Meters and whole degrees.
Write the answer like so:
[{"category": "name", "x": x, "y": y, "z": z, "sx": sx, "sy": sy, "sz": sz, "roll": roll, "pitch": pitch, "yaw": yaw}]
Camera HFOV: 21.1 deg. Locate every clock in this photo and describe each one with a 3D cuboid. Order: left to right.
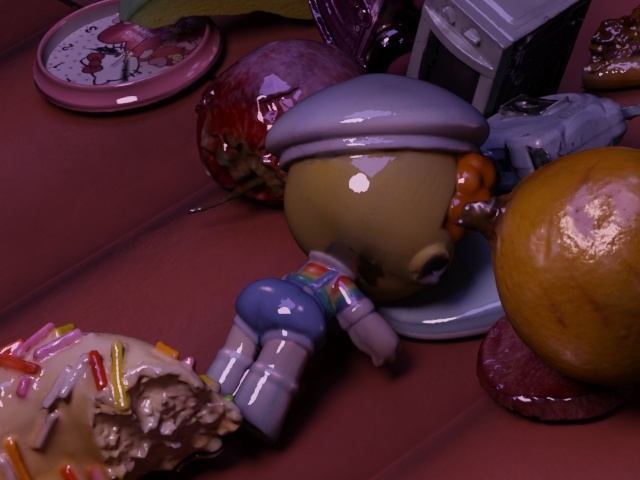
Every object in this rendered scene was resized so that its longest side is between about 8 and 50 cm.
[{"category": "clock", "x": -0.243, "y": -0.234, "z": 2.169, "sx": 0.244, "sy": 0.056, "sz": 0.244, "roll": -6, "pitch": 38, "yaw": 5}]

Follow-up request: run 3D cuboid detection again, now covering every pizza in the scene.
[{"category": "pizza", "x": 0.394, "y": -0.238, "z": 1.969, "sx": 0.246, "sy": 0.058, "sz": 0.127, "roll": -22, "pitch": 36, "yaw": -16}]

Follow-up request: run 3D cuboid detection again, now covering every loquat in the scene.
[{"category": "loquat", "x": 0.236, "y": 0.012, "z": 1.482, "sx": 0.246, "sy": 0.213, "sz": 0.213, "roll": 21, "pitch": 42, "yaw": 1}]

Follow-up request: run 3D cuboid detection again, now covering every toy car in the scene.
[{"category": "toy car", "x": 0.131, "y": -0.338, "z": 1.960, "sx": 0.240, "sy": 0.340, "sz": 0.271, "roll": -10, "pitch": 58, "yaw": -24}]

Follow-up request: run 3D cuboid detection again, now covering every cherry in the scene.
[{"category": "cherry", "x": -0.028, "y": -0.134, "z": 1.876, "sx": 0.192, "sy": 0.175, "sz": 0.250, "roll": -20, "pitch": 11, "yaw": 39}]

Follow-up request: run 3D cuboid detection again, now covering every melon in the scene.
[{"category": "melon", "x": -0.095, "y": -0.332, "z": 2.133, "sx": 0.323, "sy": 0.124, "sz": 0.196, "roll": -8, "pitch": 23, "yaw": -28}]

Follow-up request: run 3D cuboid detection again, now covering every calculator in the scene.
[{"category": "calculator", "x": 0.186, "y": 0.015, "z": 1.708, "sx": 0.295, "sy": 0.042, "sz": 0.184, "roll": -21, "pitch": 37, "yaw": -8}]

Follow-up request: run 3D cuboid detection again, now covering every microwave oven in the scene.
[{"category": "microwave oven", "x": 0.191, "y": -0.207, "z": 1.844, "sx": 0.162, "sy": 0.208, "sz": 0.122, "roll": -33, "pitch": 67, "yaw": -25}]

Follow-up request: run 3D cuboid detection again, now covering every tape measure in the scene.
[{"category": "tape measure", "x": 0.286, "y": -0.136, "z": 1.809, "sx": 0.164, "sy": 0.084, "sz": 0.330, "roll": 6, "pitch": 27, "yaw": 44}]

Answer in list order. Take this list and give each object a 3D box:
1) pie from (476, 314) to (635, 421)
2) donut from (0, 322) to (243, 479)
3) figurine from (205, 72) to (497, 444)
[{"category": "pie", "x": 0.216, "y": 0.112, "z": 1.574, "sx": 0.154, "sy": 0.036, "sz": 0.154, "roll": -7, "pitch": 37, "yaw": 5}, {"category": "donut", "x": -0.259, "y": 0.221, "z": 1.473, "sx": 0.307, "sy": 0.150, "sz": 0.371, "roll": 2, "pitch": 43, "yaw": 27}, {"category": "figurine", "x": 0.020, "y": 0.006, "z": 1.605, "sx": 0.224, "sy": 0.205, "sz": 0.382, "roll": -2, "pitch": 55, "yaw": 40}]
